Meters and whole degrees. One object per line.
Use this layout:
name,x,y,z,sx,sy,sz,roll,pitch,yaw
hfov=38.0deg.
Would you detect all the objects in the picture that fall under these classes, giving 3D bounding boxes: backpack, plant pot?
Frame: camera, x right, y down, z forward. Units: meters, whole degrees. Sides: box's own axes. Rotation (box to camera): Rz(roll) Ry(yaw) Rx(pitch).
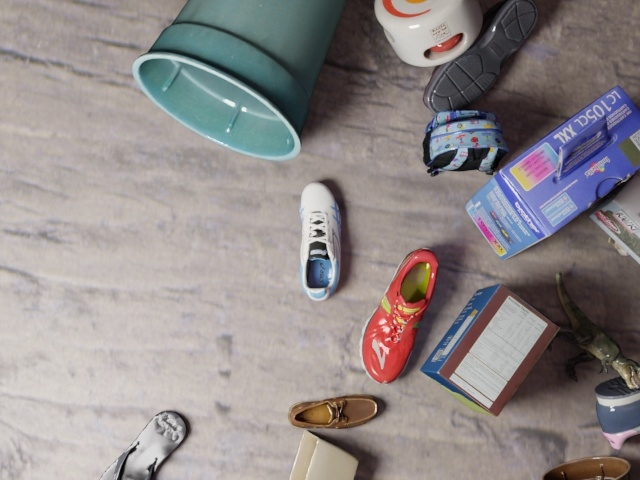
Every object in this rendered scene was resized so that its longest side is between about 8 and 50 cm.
backpack,0.284,-0.194,1.803,0.158,0.173,0.117,-1,83,-2
plant pot,-0.125,-0.380,1.742,0.341,0.341,0.334,25,75,0
plant pot,0.010,0.431,1.753,0.096,0.109,0.109,20,82,-13
plant pot,0.517,0.512,1.746,0.166,0.167,0.165,-15,92,-5

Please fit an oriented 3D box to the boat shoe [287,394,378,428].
boat shoe,0.026,0.333,1.783,0.177,0.060,0.064,-6,84,-4

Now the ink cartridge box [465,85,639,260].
ink cartridge box,0.440,-0.118,1.690,0.270,0.395,0.151,-36,86,-7

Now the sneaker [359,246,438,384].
sneaker,0.152,0.140,1.783,0.107,0.118,0.279,20,83,0

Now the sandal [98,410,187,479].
sandal,-0.350,0.433,1.754,0.097,0.054,0.255,31,83,1

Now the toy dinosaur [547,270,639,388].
toy dinosaur,0.512,0.200,1.822,0.118,0.064,0.268,-40,69,9

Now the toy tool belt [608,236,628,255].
toy tool belt,0.617,-0.012,1.860,0.051,0.052,0.083,43,82,-6

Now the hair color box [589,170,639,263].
hair color box,0.724,-0.123,1.821,0.185,0.113,0.374,44,73,3

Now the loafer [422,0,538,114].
loafer,0.314,-0.373,1.881,0.302,0.095,0.109,-47,118,-3

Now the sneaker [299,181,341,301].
sneaker,0.000,0.000,1.810,0.085,0.086,0.237,-2,82,-2

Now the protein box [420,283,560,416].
protein box,0.312,0.205,1.743,0.136,0.200,0.201,37,83,2

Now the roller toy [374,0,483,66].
roller toy,0.211,-0.450,1.807,0.209,0.146,0.191,16,70,34

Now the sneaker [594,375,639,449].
sneaker,0.693,0.321,1.810,0.318,0.112,0.131,-9,101,-1
